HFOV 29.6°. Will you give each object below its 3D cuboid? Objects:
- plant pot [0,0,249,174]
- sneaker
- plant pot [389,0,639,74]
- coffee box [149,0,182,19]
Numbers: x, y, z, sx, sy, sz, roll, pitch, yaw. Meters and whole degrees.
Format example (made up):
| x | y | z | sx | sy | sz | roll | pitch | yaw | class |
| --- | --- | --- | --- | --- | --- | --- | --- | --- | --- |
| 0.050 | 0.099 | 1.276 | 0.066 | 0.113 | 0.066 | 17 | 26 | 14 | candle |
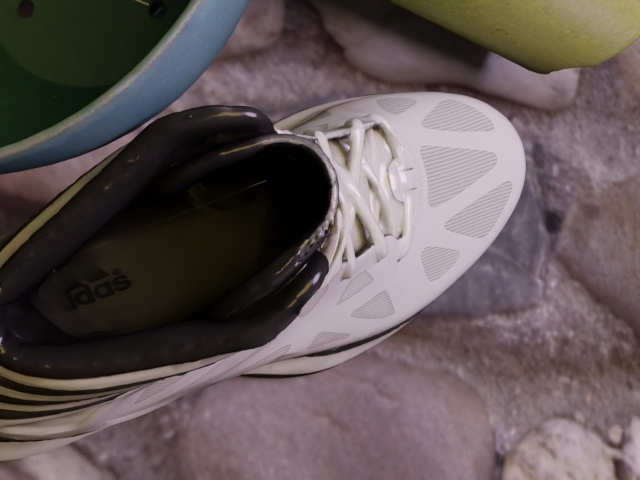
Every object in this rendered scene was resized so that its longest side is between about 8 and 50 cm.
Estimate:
| x | y | z | sx | sy | sz | roll | pitch | yaw | class |
| --- | --- | --- | --- | --- | --- | --- | --- | --- | --- |
| -0.147 | -0.163 | 0.601 | 0.290 | 0.195 | 0.290 | -1 | 84 | 10 | plant pot |
| 0.000 | 0.001 | 0.684 | 0.447 | 0.257 | 0.169 | -23 | 92 | -31 | sneaker |
| 0.114 | -0.247 | 0.815 | 0.254 | 0.276 | 0.276 | 27 | 68 | -34 | plant pot |
| -0.095 | -0.216 | 0.760 | 0.040 | 0.113 | 0.184 | 5 | 79 | -25 | coffee box |
